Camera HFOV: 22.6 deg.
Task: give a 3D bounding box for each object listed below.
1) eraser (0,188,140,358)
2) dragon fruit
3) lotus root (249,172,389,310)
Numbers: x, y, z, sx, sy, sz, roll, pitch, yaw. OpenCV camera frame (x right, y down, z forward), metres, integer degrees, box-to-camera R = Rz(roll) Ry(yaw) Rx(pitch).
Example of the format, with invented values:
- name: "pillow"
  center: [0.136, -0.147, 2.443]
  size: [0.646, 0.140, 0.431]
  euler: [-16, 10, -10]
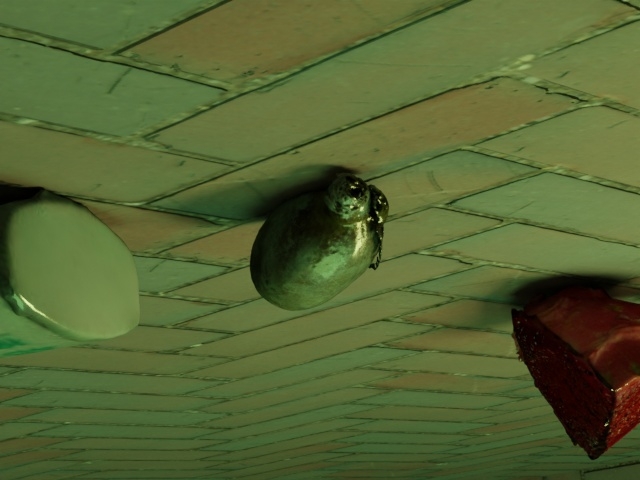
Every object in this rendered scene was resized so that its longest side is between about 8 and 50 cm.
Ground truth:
- name: "eraser"
  center: [-0.301, 0.045, 1.196]
  size: [0.290, 0.104, 0.189]
  euler: [-12, 169, 22]
- name: "dragon fruit"
  center: [0.303, 0.129, 1.691]
  size: [0.189, 0.163, 0.261]
  euler: [-9, 154, -2]
- name: "lotus root"
  center: [0.002, 0.002, 1.211]
  size: [0.088, 0.088, 0.165]
  euler: [2, 154, -31]
